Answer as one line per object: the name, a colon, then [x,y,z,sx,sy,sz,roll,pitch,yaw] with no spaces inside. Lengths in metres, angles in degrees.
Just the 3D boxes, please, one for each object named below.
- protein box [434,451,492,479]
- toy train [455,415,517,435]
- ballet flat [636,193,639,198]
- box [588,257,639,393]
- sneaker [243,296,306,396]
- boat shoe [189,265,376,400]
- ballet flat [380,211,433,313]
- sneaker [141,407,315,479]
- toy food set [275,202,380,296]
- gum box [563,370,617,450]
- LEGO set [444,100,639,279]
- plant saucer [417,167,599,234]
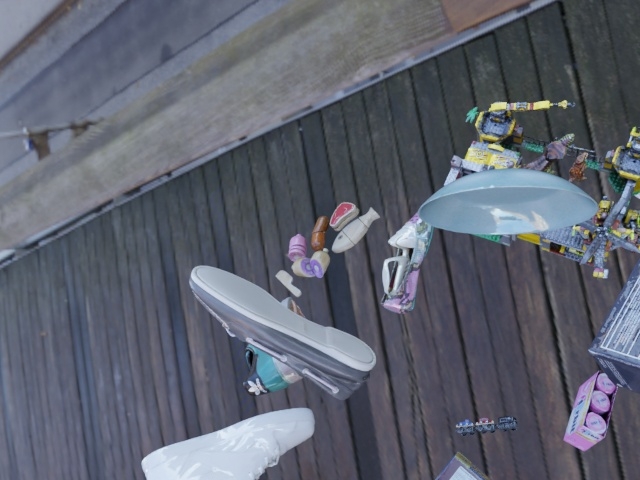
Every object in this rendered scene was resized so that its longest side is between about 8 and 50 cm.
protein box: [0.341,0.669,1.743,0.136,0.200,0.201,39,88,19]
toy train: [0.387,0.432,1.593,0.158,0.027,0.036,-19,43,36]
ballet flat: [0.749,-0.147,1.465,0.400,0.139,0.139,173,94,-81]
box: [0.818,0.210,1.502,0.296,0.183,0.294,-54,33,-14]
sneaker: [-0.093,0.209,1.373,0.121,0.302,0.108,-29,102,11]
boat shoe: [-0.073,0.157,1.099,0.335,0.112,0.095,28,108,-6]
ballet flat: [0.168,0.037,1.366,0.077,0.079,0.221,-160,83,-68]
sneaker: [-0.121,0.388,1.097,0.108,0.293,0.169,100,149,-50]
toy food set: [0.000,0.000,0.724,0.122,0.019,0.078,-47,35,-4]
gum box: [0.711,0.442,1.780,0.062,0.188,0.107,28,144,9]
LEGO set: [0.336,-0.103,1.003,0.331,0.192,0.255,28,79,24]
plant saucer: [0.208,-0.046,0.765,0.195,0.195,0.037,-11,70,43]
